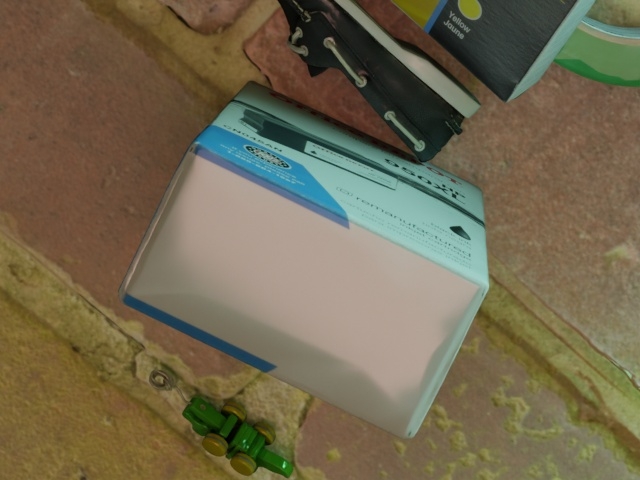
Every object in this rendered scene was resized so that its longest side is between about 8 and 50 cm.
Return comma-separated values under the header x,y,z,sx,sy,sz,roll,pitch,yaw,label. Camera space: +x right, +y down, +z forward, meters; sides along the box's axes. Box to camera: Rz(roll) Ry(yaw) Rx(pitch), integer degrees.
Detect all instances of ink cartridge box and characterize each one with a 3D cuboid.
x,y,z,sx,sy,sz,roll,pitch,yaw,label
0.000,0.000,1.630,0.285,0.395,0.166,26,104,-2,ink cartridge box
0.138,-0.322,1.578,0.303,0.072,0.307,44,146,10,ink cartridge box

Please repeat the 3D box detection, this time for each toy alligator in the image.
x,y,z,sx,sy,sz,roll,pitch,yaw,label
-0.114,0.206,1.875,0.189,0.056,0.051,35,146,-4,toy alligator

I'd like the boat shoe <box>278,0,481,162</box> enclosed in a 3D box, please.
x,y,z,sx,sy,sz,roll,pitch,yaw,label
0.022,-0.197,1.718,0.302,0.114,0.091,39,100,-5,boat shoe

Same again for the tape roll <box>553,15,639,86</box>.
x,y,z,sx,sy,sz,roll,pitch,yaw,label
0.315,-0.315,1.676,0.321,0.077,0.321,1,105,6,tape roll
